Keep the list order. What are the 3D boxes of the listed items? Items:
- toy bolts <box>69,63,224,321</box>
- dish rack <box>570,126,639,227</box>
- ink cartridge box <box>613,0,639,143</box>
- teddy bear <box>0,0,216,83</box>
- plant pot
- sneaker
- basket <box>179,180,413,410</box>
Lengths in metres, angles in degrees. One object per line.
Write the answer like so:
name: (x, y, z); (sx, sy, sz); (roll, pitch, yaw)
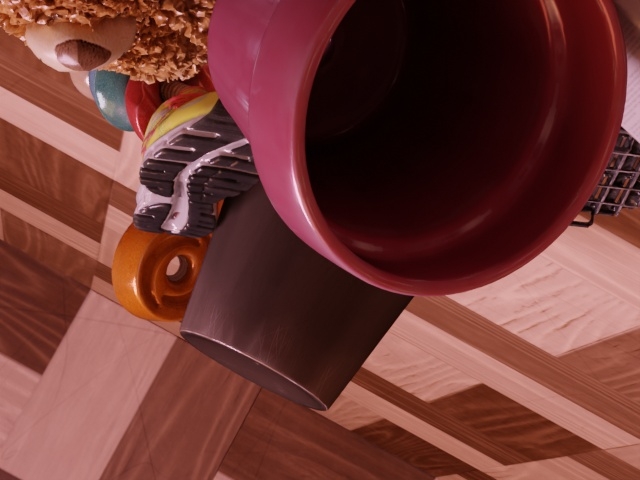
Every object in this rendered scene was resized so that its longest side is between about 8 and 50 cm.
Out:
toy bolts: (-0.139, -0.069, 1.624); (0.158, 0.218, 0.228); (24, 151, 48)
dish rack: (0.091, -0.078, 1.250); (0.271, 0.074, 0.208); (9, 167, 2)
ink cartridge box: (0.171, -0.117, 1.082); (0.179, 0.045, 0.145); (46, 169, 3)
teddy bear: (-0.157, -0.158, 1.354); (0.245, 0.113, 0.338); (21, 176, -17)
plant pot: (0.033, -0.092, 1.045); (0.201, 0.201, 0.180); (36, 179, -34)
sneaker: (-0.091, -0.074, 1.381); (0.081, 0.094, 0.208); (11, 160, -17)
basket: (0.000, 0.000, 1.467); (0.204, 0.227, 0.154); (30, 168, -3)
